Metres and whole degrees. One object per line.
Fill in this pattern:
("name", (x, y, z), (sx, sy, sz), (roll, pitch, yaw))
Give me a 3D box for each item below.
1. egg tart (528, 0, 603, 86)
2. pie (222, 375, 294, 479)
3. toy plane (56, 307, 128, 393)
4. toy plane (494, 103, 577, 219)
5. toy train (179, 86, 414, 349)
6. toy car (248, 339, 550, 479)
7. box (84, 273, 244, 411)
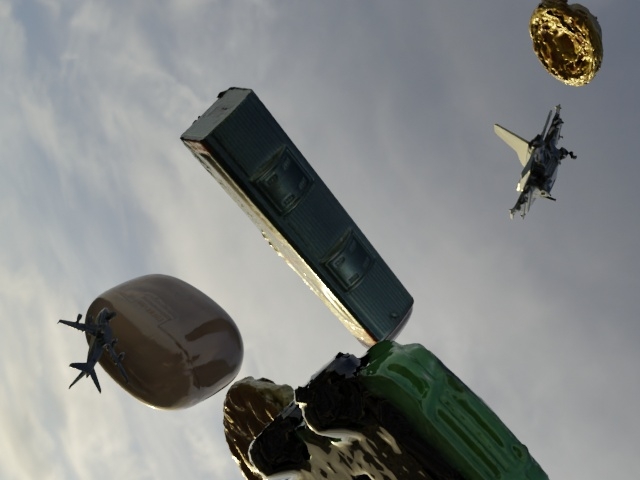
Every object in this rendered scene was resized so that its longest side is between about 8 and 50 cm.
("egg tart", (0.335, -0.270, 0.926), (0.129, 0.049, 0.129), (53, -15, 21))
("pie", (-0.072, 0.399, 1.290), (0.339, 0.083, 0.339), (31, -46, 39))
("toy plane", (-0.174, 0.080, 0.540), (0.024, 0.084, 0.078), (-24, -57, 21))
("toy plane", (0.287, -0.085, 0.904), (0.082, 0.234, 0.160), (20, -102, 32))
("toy train", (0.000, 0.000, 0.832), (0.409, 0.086, 0.089), (50, -16, -29))
("toy car", (0.068, 0.208, 0.652), (0.213, 0.176, 0.359), (46, -35, 10))
("box", (-0.179, 0.111, 0.788), (0.200, 0.146, 0.088), (28, -48, 39))
